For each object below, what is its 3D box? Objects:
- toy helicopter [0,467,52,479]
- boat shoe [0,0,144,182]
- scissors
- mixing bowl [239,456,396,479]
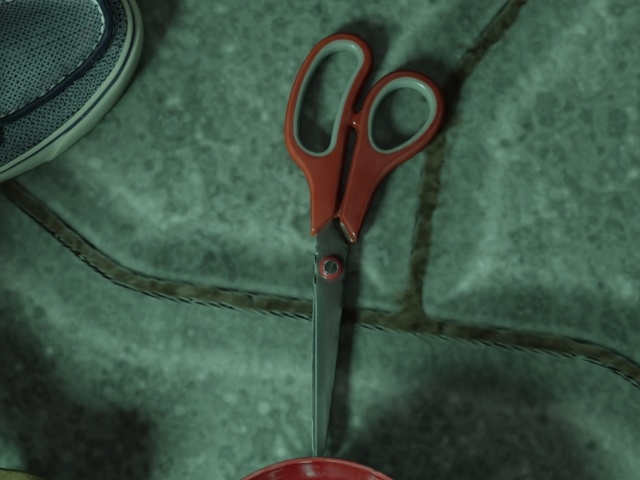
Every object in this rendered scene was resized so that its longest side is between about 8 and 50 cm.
[{"bbox_3d":[-0.304,0.112,1.063,0.355,0.235,0.140,27,47,-11],"label":"toy helicopter"},{"bbox_3d":[-0.276,-0.090,1.119,0.341,0.158,0.127,-33,80,-5],"label":"boat shoe"},{"bbox_3d":[0.000,0.000,1.168,0.109,0.021,0.297,19,81,3],"label":"scissors"},{"bbox_3d":[0.000,0.234,1.078,0.181,0.098,0.181,0,78,2],"label":"mixing bowl"}]
